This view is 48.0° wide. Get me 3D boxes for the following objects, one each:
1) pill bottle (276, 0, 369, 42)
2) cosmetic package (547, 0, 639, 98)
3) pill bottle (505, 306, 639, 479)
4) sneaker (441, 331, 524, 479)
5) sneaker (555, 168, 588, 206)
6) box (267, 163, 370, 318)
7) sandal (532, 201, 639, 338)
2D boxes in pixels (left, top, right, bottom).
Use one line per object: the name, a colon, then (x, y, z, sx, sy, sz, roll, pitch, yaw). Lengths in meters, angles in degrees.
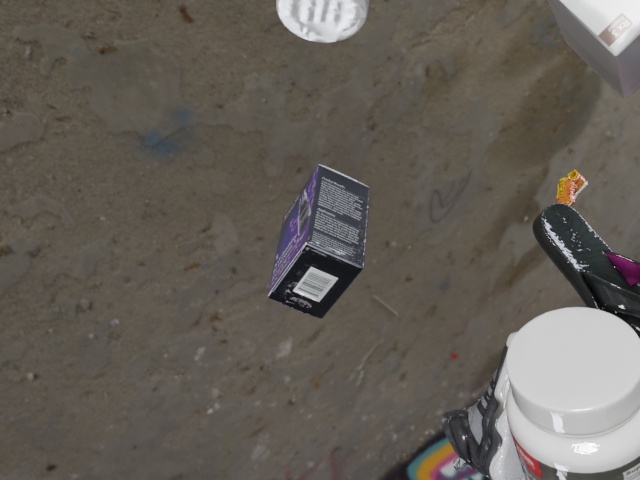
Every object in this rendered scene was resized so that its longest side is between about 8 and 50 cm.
pill bottle: (0.009, -0.344, 0.825, 0.121, 0.121, 0.221, 51, 38, -55)
cosmetic package: (0.470, -0.357, 1.051, 0.217, 0.156, 0.385, -44, 163, 17)
pill bottle: (0.300, 0.219, 0.812, 0.161, 0.161, 0.283, -39, 129, -18)
sneaker: (0.302, 0.293, 1.296, 0.101, 0.153, 0.269, 24, 71, -36)
sneaker: (0.657, -0.127, 1.933, 0.175, 0.067, 0.064, -46, 180, -40)
box: (0.000, 0.000, 1.230, 0.108, 0.207, 0.153, 23, 131, -15)
sandal: (0.640, 0.094, 1.540, 0.167, 0.446, 0.107, -39, 173, -35)
